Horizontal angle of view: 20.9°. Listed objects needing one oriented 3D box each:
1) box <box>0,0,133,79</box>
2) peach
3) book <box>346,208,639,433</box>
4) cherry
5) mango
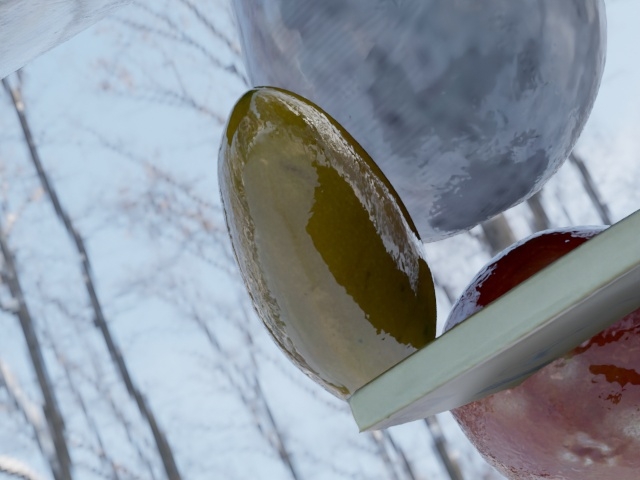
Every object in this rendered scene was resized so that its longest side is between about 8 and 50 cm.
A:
[{"bbox_3d":[-0.205,-0.170,1.070,0.260,0.111,0.194,-21,3,34],"label":"box"},{"bbox_3d":[0.204,0.096,1.313,0.243,0.200,0.243,3,-39,2],"label":"peach"},{"bbox_3d":[0.216,-0.013,0.953,0.389,0.032,0.269,-35,-13,23],"label":"book"},{"bbox_3d":[0.065,-0.163,1.333,0.291,0.326,0.335,-15,-34,26],"label":"cherry"},{"bbox_3d":[0.000,0.000,1.063,0.113,0.138,0.253,-18,-46,9],"label":"mango"}]
